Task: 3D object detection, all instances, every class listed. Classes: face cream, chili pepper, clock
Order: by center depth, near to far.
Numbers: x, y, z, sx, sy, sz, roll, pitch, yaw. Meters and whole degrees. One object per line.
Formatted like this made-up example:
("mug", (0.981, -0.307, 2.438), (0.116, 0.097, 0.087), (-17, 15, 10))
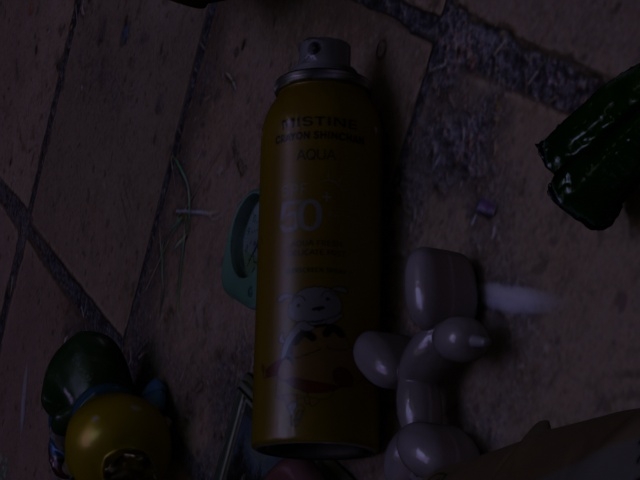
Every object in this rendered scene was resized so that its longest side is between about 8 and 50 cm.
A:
("chili pepper", (0.219, -0.102, 0.969), (0.227, 0.059, 0.088), (-50, 35, 43))
("face cream", (0.000, 0.000, 1.317), (0.105, 0.105, 0.348), (-26, 58, 59))
("clock", (-0.048, -0.005, 1.485), (0.101, 0.041, 0.135), (29, 107, 63))

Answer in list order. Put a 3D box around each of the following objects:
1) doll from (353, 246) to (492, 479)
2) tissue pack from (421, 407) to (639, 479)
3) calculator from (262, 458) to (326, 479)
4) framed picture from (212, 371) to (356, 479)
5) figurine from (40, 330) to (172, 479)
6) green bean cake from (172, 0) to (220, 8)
("doll", (0.078, 0.107, 1.177), (0.161, 0.059, 0.160), (-60, 32, 34))
("tissue pack", (0.142, 0.278, 0.866), (0.390, 0.195, 0.375), (-36, 38, 55))
("calculator", (-0.050, 0.333, 1.333), (0.329, 0.048, 0.220), (-65, 29, 22))
("framed picture", (-0.047, 0.273, 1.418), (0.296, 0.019, 0.232), (34, 112, 61))
("figurine", (-0.227, 0.220, 1.691), (0.234, 0.127, 0.185), (49, 130, 45))
("green bean cake", (-0.159, -0.343, 1.548), (0.310, 0.285, 0.202), (-129, 48, -58))
